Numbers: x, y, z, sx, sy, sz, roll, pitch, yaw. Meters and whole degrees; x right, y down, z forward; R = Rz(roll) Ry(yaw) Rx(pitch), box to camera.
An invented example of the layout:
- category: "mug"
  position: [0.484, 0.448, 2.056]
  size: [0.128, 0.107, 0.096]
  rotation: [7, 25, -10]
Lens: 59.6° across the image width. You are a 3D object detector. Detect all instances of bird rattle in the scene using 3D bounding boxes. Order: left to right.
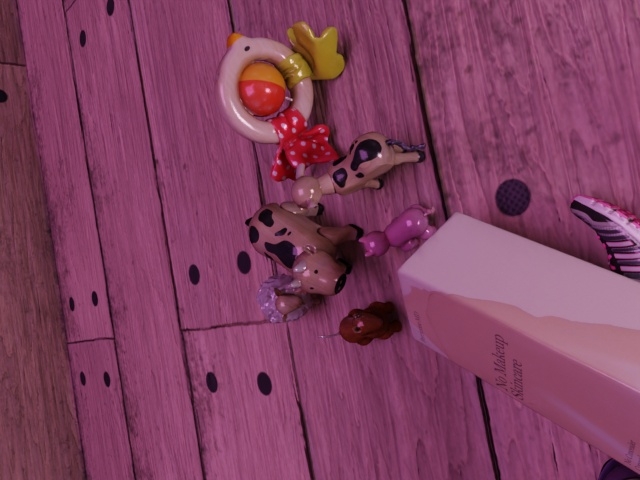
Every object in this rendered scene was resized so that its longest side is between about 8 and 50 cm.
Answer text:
- category: "bird rattle"
  position: [-0.072, -0.225, 0.898]
  size: [0.143, 0.207, 0.253]
  rotation: [23, 102, 62]

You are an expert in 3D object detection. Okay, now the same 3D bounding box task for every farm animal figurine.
- category: "farm animal figurine"
  position: [0.000, 0.000, 0.855]
  size: [0.327, 0.172, 0.330]
  rotation: [12, 103, 45]

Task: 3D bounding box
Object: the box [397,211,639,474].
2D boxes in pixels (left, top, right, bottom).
- category: "box"
  position: [0.248, 0.100, 0.611]
  size: [0.311, 0.121, 0.148]
  rotation: [27, 149, 42]

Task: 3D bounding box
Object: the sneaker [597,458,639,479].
- category: "sneaker"
  position: [0.328, 0.374, 0.601]
  size: [0.107, 0.124, 0.283]
  rotation: [12, 96, 18]

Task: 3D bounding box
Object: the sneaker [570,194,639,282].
- category: "sneaker"
  position: [0.328, 0.019, 0.596]
  size: [0.170, 0.063, 0.074]
  rotation: [46, 119, 27]
